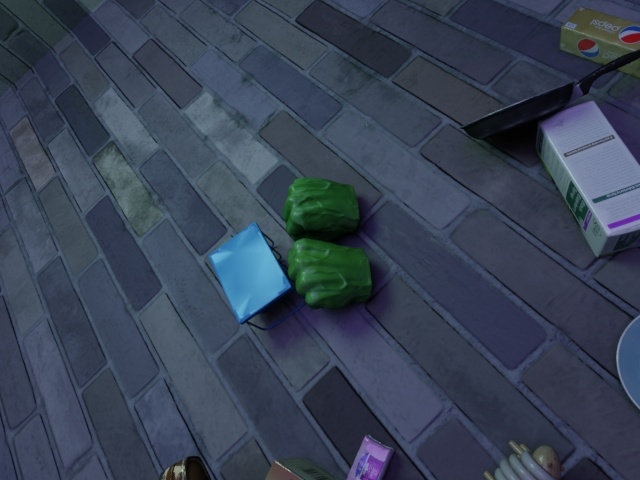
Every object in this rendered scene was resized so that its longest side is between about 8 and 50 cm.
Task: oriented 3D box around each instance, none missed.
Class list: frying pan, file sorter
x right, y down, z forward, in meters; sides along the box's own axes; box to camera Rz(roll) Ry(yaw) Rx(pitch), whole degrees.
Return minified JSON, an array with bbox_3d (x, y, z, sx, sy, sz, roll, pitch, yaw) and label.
[{"bbox_3d":[0.409,-0.252,0.825,0.326,0.197,0.053,-21,95,-12],"label":"frying pan"},{"bbox_3d":[-0.122,0.076,0.902,0.118,0.104,0.170,-36,58,4],"label":"file sorter"}]

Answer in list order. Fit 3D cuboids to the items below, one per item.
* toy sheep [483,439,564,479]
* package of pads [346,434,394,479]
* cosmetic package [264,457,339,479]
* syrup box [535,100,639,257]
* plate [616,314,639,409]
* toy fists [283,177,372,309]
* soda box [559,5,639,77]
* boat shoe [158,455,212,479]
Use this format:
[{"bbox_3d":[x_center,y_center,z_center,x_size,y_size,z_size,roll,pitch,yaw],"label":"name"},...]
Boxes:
[{"bbox_3d":[0.280,0.338,0.624,0.091,0.091,0.132,38,99,32],"label":"toy sheep"},{"bbox_3d":[0.080,0.362,0.726,0.050,0.032,0.083,19,75,30],"label":"package of pads"},{"bbox_3d":[-0.055,0.498,0.664,0.153,0.129,0.296,18,76,28],"label":"cosmetic package"},{"bbox_3d":[0.451,-0.101,0.744,0.096,0.093,0.237,-20,61,13],"label":"syrup box"},{"bbox_3d":[0.518,0.180,0.627,0.188,0.024,0.188,-9,64,19],"label":"plate"},{"bbox_3d":[0.000,0.000,0.864,0.096,0.142,0.279,132,138,-52],"label":"toy fists"},{"bbox_3d":[0.547,-0.368,0.845,0.058,0.061,0.181,-46,58,-3],"label":"soda box"},{"bbox_3d":[-0.108,0.435,0.581,0.120,0.122,0.324,-31,65,2],"label":"boat shoe"}]
